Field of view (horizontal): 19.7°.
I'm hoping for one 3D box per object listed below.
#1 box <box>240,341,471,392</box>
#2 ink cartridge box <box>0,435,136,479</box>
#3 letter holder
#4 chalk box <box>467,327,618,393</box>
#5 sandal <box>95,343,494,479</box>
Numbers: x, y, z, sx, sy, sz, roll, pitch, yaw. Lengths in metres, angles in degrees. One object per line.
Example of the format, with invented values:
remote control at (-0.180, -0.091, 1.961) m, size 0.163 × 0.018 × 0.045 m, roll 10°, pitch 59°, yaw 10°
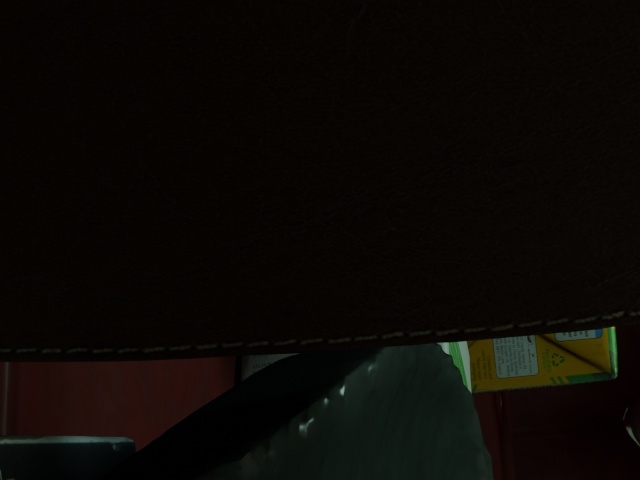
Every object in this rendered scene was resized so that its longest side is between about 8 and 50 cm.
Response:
box at (0.020, 0.066, 0.904) m, size 0.101 × 0.102 × 0.087 m, roll 73°, pitch 12°, yaw -46°
ink cartridge box at (-0.078, 0.142, 0.379) m, size 0.208 × 0.045 × 0.206 m, roll 20°, pitch 63°, yaw -76°
letter holder at (0.028, -0.101, 0.417) m, size 0.152 × 0.301 × 0.214 m, roll -86°, pitch 167°, yaw -51°
chalk box at (0.174, 0.041, 1.669) m, size 0.289 × 0.179 × 0.180 m, roll 5°, pitch 79°, yaw -81°
sandal at (-0.013, 0.116, 0.326) m, size 0.446 × 0.107 × 0.168 m, roll -42°, pitch 122°, yaw -65°
